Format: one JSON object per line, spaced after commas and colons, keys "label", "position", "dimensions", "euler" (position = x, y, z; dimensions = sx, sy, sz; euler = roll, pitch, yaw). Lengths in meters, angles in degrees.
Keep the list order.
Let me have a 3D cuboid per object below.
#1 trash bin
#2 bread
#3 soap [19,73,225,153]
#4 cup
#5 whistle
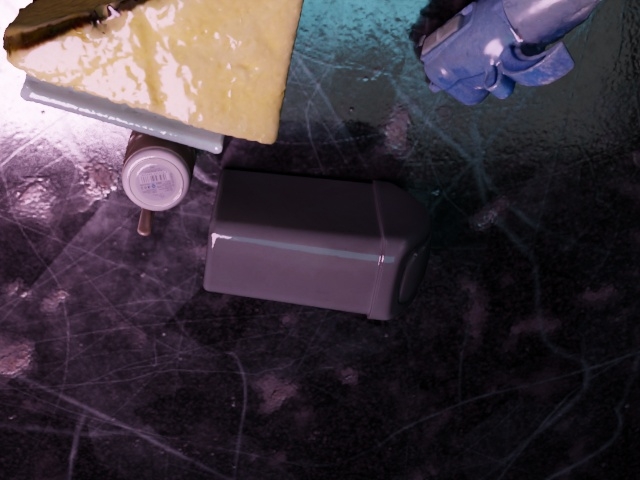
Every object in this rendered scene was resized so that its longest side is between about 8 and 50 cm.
{"label": "trash bin", "position": [0.000, 0.000, 0.993], "dimensions": [0.236, 0.176, 0.101], "euler": [7, 118, -4]}
{"label": "bread", "position": [-0.138, -0.224, 0.810], "dimensions": [0.236, 0.263, 0.198], "euler": [8, 115, -8]}
{"label": "soap", "position": [-0.186, -0.157, 0.924], "dimensions": [0.199, 0.114, 0.063], "euler": [14, 116, -13]}
{"label": "cup", "position": [-0.180, -0.071, 0.978], "dimensions": [0.074, 0.099, 0.102], "euler": [38, 109, -21]}
{"label": "whistle", "position": [0.196, -0.212, 0.900], "dimensions": [0.093, 0.180, 0.269], "euler": [34, 145, -23]}
